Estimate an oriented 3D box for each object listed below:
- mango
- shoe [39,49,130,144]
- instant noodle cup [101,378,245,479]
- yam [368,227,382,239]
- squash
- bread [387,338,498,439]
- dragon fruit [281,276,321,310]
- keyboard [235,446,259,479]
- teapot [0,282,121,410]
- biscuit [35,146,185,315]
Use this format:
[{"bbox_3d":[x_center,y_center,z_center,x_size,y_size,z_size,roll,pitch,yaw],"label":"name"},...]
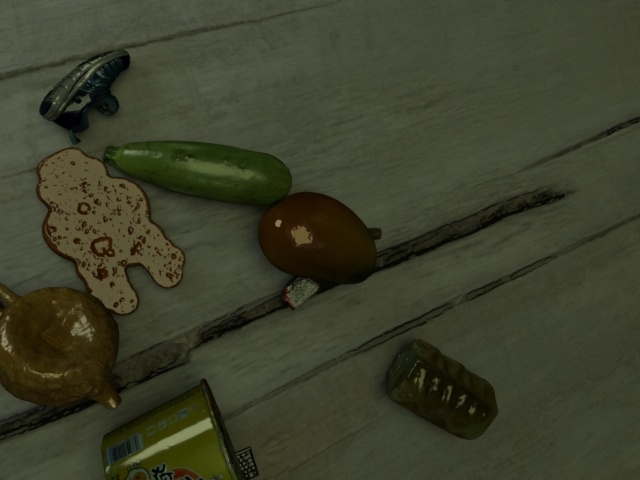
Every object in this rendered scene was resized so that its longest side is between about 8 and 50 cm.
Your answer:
[{"bbox_3d":[-0.002,-0.007,1.216,0.255,0.139,0.175,13,81,-23],"label":"mango"},{"bbox_3d":[-0.434,-0.283,1.142,0.106,0.092,0.207,47,66,-34],"label":"shoe"},{"bbox_3d":[-0.254,0.404,1.063,0.200,0.264,0.264,-21,93,-13],"label":"instant noodle cup"},{"bbox_3d":[0.068,-0.009,1.323,0.146,0.032,0.032,-6,88,-22],"label":"yam"},{"bbox_3d":[-0.235,-0.141,1.180,0.371,0.118,0.118,9,82,-17],"label":"squash"},{"bbox_3d":[0.276,0.336,1.318,0.268,0.130,0.152,33,71,-16],"label":"bread"},{"bbox_3d":[-0.047,0.101,1.255,0.083,0.060,0.056,-45,99,-8],"label":"dragon fruit"},{"bbox_3d":[-0.222,0.478,1.186,0.198,0.010,0.063,-17,89,-21],"label":"keyboard"},{"bbox_3d":[-0.475,0.190,1.050,0.311,0.167,0.203,36,45,5],"label":"teapot"},{"bbox_3d":[-0.411,-0.022,1.141,0.202,0.047,0.333,-36,100,-20],"label":"biscuit"}]
